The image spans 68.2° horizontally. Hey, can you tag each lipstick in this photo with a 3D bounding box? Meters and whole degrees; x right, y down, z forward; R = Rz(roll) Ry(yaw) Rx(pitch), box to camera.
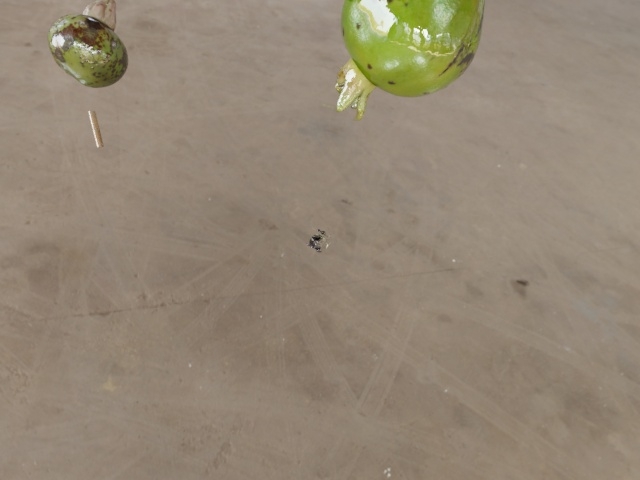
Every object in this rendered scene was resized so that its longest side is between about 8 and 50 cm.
[{"bbox_3d":[-0.586,-0.291,1.233,0.019,0.094,0.019,-10,9,2],"label":"lipstick"}]

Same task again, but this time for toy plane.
[{"bbox_3d":[0.000,0.000,1.052,0.031,0.049,0.121,33,2,13],"label":"toy plane"}]

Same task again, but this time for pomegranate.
[{"bbox_3d":[-0.427,-0.365,0.870,0.126,0.138,0.163,-14,76,12],"label":"pomegranate"},{"bbox_3d":[0.146,-0.365,0.863,0.261,0.340,0.260,23,40,-22],"label":"pomegranate"}]
